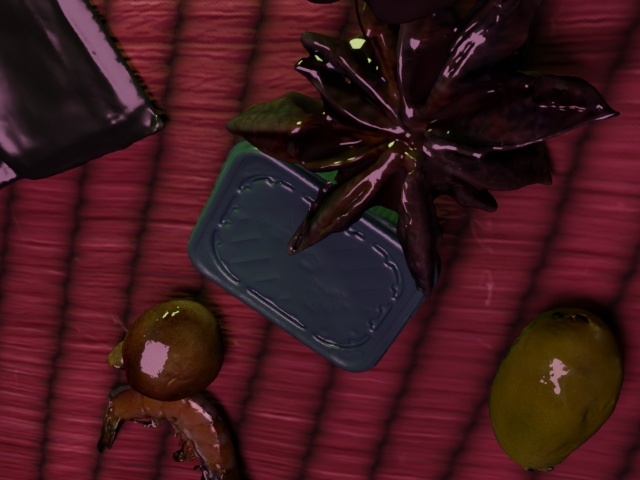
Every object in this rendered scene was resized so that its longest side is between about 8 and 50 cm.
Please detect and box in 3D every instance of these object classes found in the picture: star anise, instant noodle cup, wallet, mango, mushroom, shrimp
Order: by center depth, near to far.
[{"bbox_3d":[0.066,-0.082,1.145,0.212,0.129,0.283,34,118,-3],"label":"star anise"},{"bbox_3d":[0.173,0.120,1.286,0.091,0.074,0.165,21,133,12],"label":"mango"},{"bbox_3d":[0.000,0.000,1.297,0.179,0.070,0.157,34,135,2],"label":"instant noodle cup"},{"bbox_3d":[-0.305,-0.140,1.384,0.323,0.041,0.247,-18,114,35],"label":"wallet"},{"bbox_3d":[-0.136,0.101,1.456,0.088,0.073,0.129,22,148,-35],"label":"mushroom"},{"bbox_3d":[-0.135,0.209,1.559,0.148,0.035,0.195,-2,116,28],"label":"shrimp"}]

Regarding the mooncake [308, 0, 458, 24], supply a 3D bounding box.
[{"bbox_3d":[0.063,-0.261,0.855,0.350,0.381,0.212,-40,107,5],"label":"mooncake"}]
